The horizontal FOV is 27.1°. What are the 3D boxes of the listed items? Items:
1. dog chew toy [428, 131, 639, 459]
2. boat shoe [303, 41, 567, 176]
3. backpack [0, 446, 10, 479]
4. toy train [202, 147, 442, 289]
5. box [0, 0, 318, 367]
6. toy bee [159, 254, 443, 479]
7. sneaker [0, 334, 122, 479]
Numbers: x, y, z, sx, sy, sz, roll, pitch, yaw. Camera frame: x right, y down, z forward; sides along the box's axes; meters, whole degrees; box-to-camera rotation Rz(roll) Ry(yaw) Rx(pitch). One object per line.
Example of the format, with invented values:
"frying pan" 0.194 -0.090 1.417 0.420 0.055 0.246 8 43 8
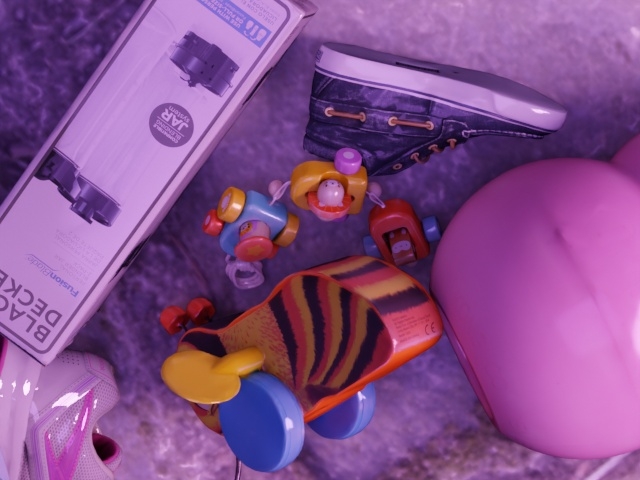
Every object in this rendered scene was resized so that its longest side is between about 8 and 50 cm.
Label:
"dog chew toy" 0.245 0.010 0.900 0.332 0.206 0.206 -26 98 -1
"boat shoe" 0.080 -0.083 0.957 0.183 0.065 0.083 14 109 4
"backpack" -0.351 0.098 0.839 0.290 0.273 0.355 -6 87 34
"toy train" 0.000 0.000 0.957 0.166 0.046 0.125 -15 133 10
"box" -0.124 -0.067 0.914 0.087 0.169 0.290 36 102 -4
"toy bee" -0.052 0.091 0.946 0.298 0.195 0.162 -43 71 20
"sneaker" -0.208 0.188 1.000 0.111 0.103 0.252 4 116 -20
